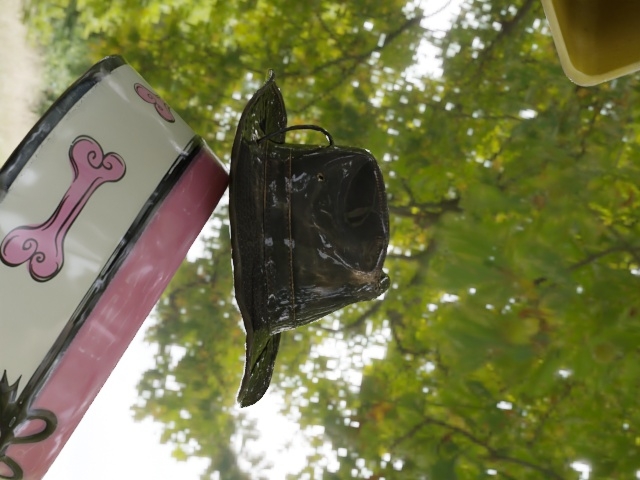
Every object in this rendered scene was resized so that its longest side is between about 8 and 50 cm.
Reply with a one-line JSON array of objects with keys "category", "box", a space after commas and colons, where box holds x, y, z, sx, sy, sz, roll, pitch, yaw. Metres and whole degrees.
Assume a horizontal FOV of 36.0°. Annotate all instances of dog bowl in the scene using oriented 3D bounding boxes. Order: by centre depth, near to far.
[{"category": "dog bowl", "box": [-0.230, 0.043, 0.893, 0.408, 0.150, 0.408, -57, -173, 11]}]

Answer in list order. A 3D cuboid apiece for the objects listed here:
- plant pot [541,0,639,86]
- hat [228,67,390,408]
[{"category": "plant pot", "box": [0.202, -0.241, 0.532, 0.212, 0.212, 0.187, -17, -155, 19]}, {"category": "hat", "box": [0.000, 0.000, 0.918, 0.331, 0.134, 0.331, 3, 90, -87]}]
